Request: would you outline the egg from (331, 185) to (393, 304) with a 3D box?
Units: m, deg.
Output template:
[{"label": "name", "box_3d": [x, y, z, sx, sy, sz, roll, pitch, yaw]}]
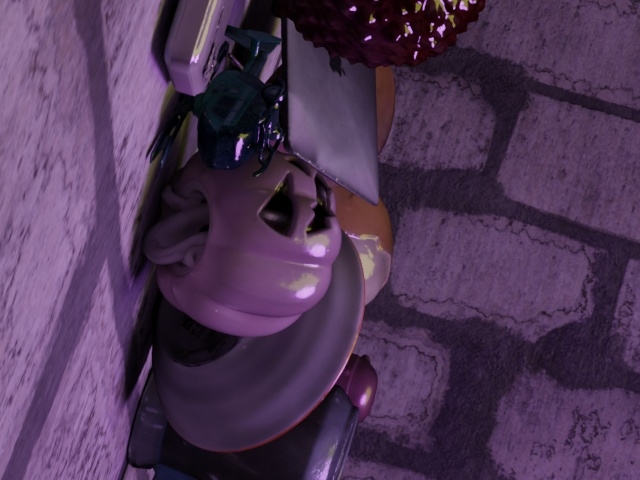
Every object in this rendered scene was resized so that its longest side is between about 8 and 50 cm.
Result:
[{"label": "egg", "box_3d": [0.000, 0.000, 2.493, 0.201, 0.201, 0.244, 101, -7, -56]}]

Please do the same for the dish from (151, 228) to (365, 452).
[{"label": "dish", "box_3d": [-0.085, 0.071, 1.770, 0.085, 0.260, 0.260, 37, 63, -43]}]

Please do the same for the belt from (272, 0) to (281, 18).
[{"label": "belt", "box_3d": [-0.002, -0.349, 1.999, 0.071, 0.053, 0.232, -66, 174, -65]}]

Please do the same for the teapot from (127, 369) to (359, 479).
[{"label": "teapot", "box_3d": [-0.089, 0.227, 1.947, 0.171, 0.225, 0.203, 74, 34, -79]}]

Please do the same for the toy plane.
[{"label": "toy plane", "box_3d": [-0.074, -0.124, 1.588, 0.235, 0.096, 0.060, -66, 165, -52]}]

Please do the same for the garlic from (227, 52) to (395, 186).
[{"label": "garlic", "box_3d": [-0.033, -0.149, 1.957, 0.338, 0.151, 0.196, -37, 129, -57]}]

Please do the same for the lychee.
[{"label": "lychee", "box_3d": [0.045, -0.295, 1.680, 0.271, 0.271, 0.271, 17, 90, -86]}]

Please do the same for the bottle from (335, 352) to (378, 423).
[{"label": "bottle", "box_3d": [-0.048, 0.154, 2.150, 0.110, 0.233, 0.110, 17, 90, -86]}]

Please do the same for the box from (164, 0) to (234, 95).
[{"label": "box", "box_3d": [-0.068, -0.261, 1.457, 0.142, 0.044, 0.285, 94, 13, -84]}]

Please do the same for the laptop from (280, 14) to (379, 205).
[{"label": "laptop", "box_3d": [0.011, -0.186, 1.900, 0.187, 0.015, 0.269, 30, 53, -53]}]

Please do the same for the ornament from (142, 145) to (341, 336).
[{"label": "ornament", "box_3d": [-0.074, -0.004, 1.624, 0.177, 0.177, 0.178, 17, 90, -86]}]
